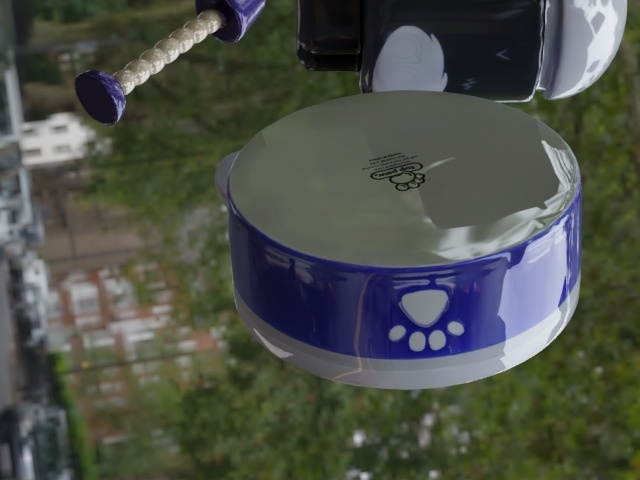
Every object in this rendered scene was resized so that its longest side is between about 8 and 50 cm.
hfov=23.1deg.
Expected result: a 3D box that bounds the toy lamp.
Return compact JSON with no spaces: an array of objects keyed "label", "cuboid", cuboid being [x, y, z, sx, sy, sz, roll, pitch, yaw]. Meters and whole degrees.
[{"label":"toy lamp","cuboid":[-0.171,-0.233,1.866,0.080,0.275,0.080,31,-37,28]}]

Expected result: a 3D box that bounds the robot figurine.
[{"label":"robot figurine","cuboid":[0.118,-0.203,1.327,0.209,0.278,0.173,-92,-178,-60]}]

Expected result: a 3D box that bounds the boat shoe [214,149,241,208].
[{"label":"boat shoe","cuboid":[0.000,0.000,1.622,0.268,0.096,0.088,29,-34,21]}]

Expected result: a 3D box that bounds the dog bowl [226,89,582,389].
[{"label":"dog bowl","cuboid":[0.063,-0.009,1.175,0.265,0.265,0.104,-114,-163,-55]}]
